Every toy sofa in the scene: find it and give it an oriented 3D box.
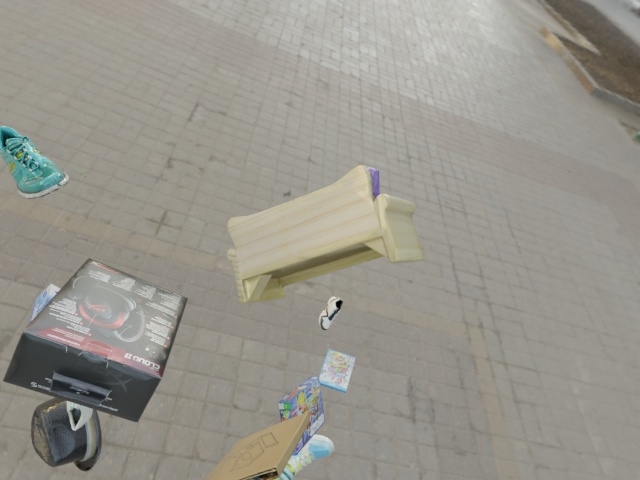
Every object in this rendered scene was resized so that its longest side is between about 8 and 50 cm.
[{"bbox_3d":[0.000,0.000,0.843,0.150,0.363,0.177,5,69,-60],"label":"toy sofa"}]

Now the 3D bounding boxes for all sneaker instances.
[{"bbox_3d":[0.031,0.212,1.260,0.040,0.044,0.109,38,63,-27],"label":"sneaker"},{"bbox_3d":[-0.764,0.487,1.351,0.080,0.212,0.094,-6,6,-9],"label":"sneaker"},{"bbox_3d":[-0.701,-0.186,1.022,0.275,0.110,0.107,32,57,29],"label":"sneaker"},{"bbox_3d":[-0.101,0.926,1.766,0.319,0.127,0.208,-15,21,11],"label":"sneaker"}]

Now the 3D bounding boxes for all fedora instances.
[{"bbox_3d":[-0.934,0.685,1.550,0.153,0.334,0.334,-1,48,-54],"label":"fedora"}]

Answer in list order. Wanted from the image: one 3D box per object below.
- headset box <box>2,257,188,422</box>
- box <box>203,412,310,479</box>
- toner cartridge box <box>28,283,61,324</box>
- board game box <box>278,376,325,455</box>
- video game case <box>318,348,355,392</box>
[{"bbox_3d":[-0.384,0.176,0.777,0.218,0.110,0.293,26,17,-17],"label":"headset box"},{"bbox_3d":[-0.115,0.381,0.763,0.021,0.165,0.201,66,12,4],"label":"box"},{"bbox_3d":[-0.741,0.290,1.392,0.348,0.075,0.165,43,-2,-34],"label":"toner cartridge box"},{"bbox_3d":[-0.046,0.467,1.166,0.201,0.035,0.136,-2,84,-69],"label":"board game box"},{"bbox_3d":[0.066,0.524,1.738,0.119,0.015,0.166,16,41,9],"label":"video game case"}]
